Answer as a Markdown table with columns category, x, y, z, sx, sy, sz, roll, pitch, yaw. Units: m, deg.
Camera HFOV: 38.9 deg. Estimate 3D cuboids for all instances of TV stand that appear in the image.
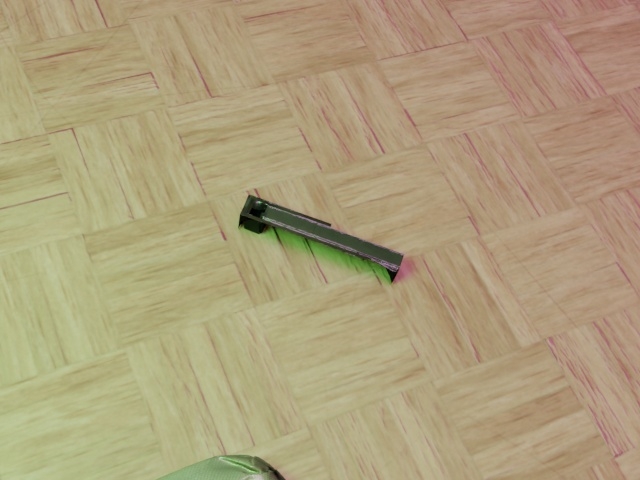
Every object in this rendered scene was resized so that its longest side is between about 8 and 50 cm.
| category | x | y | z | sx | sy | sz | roll | pitch | yaw |
| --- | --- | --- | --- | --- | --- | --- | --- | --- | --- |
| TV stand | 0.000 | 0.000 | 1.399 | 0.256 | 0.049 | 0.040 | 20 | 57 | 1 |

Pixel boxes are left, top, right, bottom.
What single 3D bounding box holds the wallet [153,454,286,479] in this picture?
| category | x | y | z | sx | sy | sz | roll | pitch | yaw |
| --- | --- | --- | --- | --- | --- | --- | --- | --- | --- |
| wallet | -0.123 | 0.419 | 1.102 | 0.275 | 0.068 | 0.335 | -26 | 72 | -20 |
